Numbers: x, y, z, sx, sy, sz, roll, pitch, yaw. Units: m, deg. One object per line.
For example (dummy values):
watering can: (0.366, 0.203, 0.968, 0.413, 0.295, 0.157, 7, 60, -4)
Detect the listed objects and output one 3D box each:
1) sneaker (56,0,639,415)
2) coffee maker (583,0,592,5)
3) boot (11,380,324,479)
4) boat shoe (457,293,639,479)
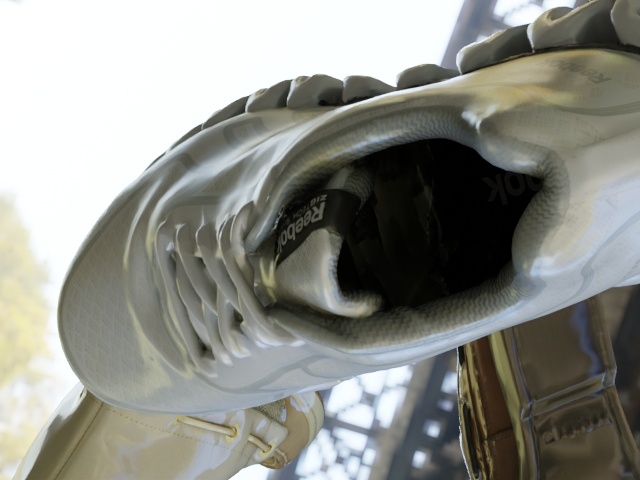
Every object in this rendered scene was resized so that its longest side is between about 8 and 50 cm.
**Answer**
sneaker: (0.000, 0.000, 0.630, 0.292, 0.118, 0.110, -21, -87, 42)
coffee maker: (0.222, -0.032, 1.066, 0.120, 0.171, 0.178, 121, -36, -45)
boot: (-0.092, 0.133, 1.051, 0.203, 0.095, 0.262, -61, 163, -12)
boat shoe: (0.157, 0.149, 1.374, 0.104, 0.111, 0.307, -163, -113, -66)
